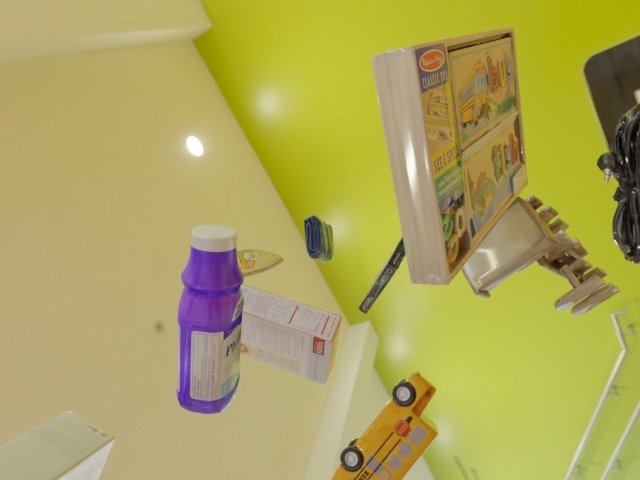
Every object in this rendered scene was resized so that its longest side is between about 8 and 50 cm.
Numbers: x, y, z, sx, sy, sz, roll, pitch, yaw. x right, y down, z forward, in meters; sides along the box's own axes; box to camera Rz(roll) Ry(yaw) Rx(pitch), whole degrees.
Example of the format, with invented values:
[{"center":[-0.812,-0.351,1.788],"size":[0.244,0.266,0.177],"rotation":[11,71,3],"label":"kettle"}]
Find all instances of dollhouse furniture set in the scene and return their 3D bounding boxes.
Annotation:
[{"center":[0.398,0.038,0.909],"size":[0.242,0.161,0.212],"rotation":[19,-142,-38],"label":"dollhouse furniture set"}]

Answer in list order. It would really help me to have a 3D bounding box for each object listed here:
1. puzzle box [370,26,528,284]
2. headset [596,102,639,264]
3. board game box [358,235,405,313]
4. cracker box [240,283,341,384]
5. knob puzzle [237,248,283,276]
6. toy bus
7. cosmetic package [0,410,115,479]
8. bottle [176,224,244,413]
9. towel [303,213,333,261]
[{"center":[0.211,-0.148,0.670],"size":[0.409,0.052,0.272],"rotation":[-36,-62,-47],"label":"puzzle box"},{"center":[0.359,-0.024,0.238],"size":[0.243,0.394,0.185],"rotation":[-2,-90,-33],"label":"headset"},{"center":[0.147,0.070,1.051],"size":[0.026,0.186,0.126],"rotation":[31,-130,6],"label":"board game box"},{"center":[-0.082,0.176,0.906],"size":[0.156,0.232,0.067],"rotation":[96,-164,-46],"label":"cracker box"},{"center":[-0.188,0.063,1.166],"size":[0.213,0.213,0.030],"rotation":[-44,-47,-66],"label":"knob puzzle"},{"center":[0.147,0.449,1.042],"size":[0.130,0.333,0.108],"rotation":[39,179,18],"label":"toy bus"},{"center":[-0.635,0.545,1.004],"size":[0.385,0.156,0.217],"rotation":[28,-94,-82],"label":"cosmetic package"},{"center":[-0.166,0.119,0.725],"size":[0.118,0.092,0.283],"rotation":[-76,-7,-72],"label":"bottle"},{"center":[0.000,0.000,0.762],"size":[0.119,0.029,0.067],"rotation":[33,-129,-78],"label":"towel"}]
